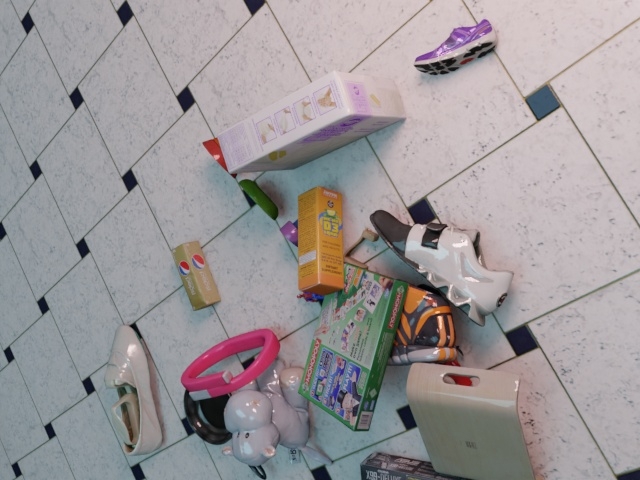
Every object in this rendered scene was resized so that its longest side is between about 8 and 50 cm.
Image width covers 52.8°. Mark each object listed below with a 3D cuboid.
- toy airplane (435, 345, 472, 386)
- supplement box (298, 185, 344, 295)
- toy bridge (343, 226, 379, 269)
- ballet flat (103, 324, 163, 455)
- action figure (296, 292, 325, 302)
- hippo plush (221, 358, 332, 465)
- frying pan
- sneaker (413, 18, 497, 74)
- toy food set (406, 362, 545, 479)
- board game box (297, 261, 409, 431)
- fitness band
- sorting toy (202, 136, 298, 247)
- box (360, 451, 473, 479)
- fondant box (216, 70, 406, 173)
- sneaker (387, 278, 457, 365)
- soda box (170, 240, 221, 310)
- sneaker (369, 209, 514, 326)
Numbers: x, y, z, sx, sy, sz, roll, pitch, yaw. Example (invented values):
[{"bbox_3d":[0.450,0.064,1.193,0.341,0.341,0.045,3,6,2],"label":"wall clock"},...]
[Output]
[{"bbox_3d":[0.252,0.276,1.406,0.151,0.028,0.151,6,100,35],"label":"toy airplane"},{"bbox_3d":[0.000,0.000,1.444,0.080,0.078,0.233,-27,58,46],"label":"supplement box"},{"bbox_3d":[0.079,0.054,1.488,0.063,0.026,0.188,29,113,29],"label":"toy bridge"},{"bbox_3d":[-0.579,0.458,1.942,0.139,0.139,0.400,-13,90,35],"label":"ballet flat"},{"bbox_3d":[-0.011,0.131,1.562,0.115,0.030,0.038,-10,97,37],"label":"action figure"},{"bbox_3d":[-0.154,0.454,1.586,0.234,0.236,0.294,-11,92,35],"label":"hippo plush"},{"bbox_3d":[-0.250,0.492,1.772,0.326,0.053,0.197,20,109,28],"label":"frying pan"},{"bbox_3d":[0.265,-0.382,1.277,0.170,0.068,0.071,-18,73,27],"label":"sneaker"},{"bbox_3d":[0.316,0.375,1.294,0.220,0.092,0.306,-1,126,34],"label":"toy food set"},{"bbox_3d":[0.065,0.217,1.387,0.213,0.046,0.317,18,93,55],"label":"board game box"},{"bbox_3d":[-0.231,0.309,1.632,0.291,0.209,0.054,-20,109,36],"label":"fitness band"},{"bbox_3d":[-0.129,-0.151,1.571,0.126,0.127,0.365,-43,74,1],"label":"sorting toy"},{"bbox_3d":[0.244,0.624,1.442,0.307,0.076,0.242,-2,97,34],"label":"box"},{"bbox_3d":[-0.020,-0.243,1.375,0.330,0.238,0.096,-21,85,35],"label":"fondant box"},{"bbox_3d":[0.165,0.181,1.409,0.321,0.124,0.180,-15,71,45],"label":"sneaker"},{"bbox_3d":[-0.340,0.096,1.759,0.058,0.061,0.181,-27,83,34],"label":"soda box"},{"bbox_3d":[0.250,0.016,1.325,0.330,0.122,0.146,41,100,23],"label":"sneaker"}]
